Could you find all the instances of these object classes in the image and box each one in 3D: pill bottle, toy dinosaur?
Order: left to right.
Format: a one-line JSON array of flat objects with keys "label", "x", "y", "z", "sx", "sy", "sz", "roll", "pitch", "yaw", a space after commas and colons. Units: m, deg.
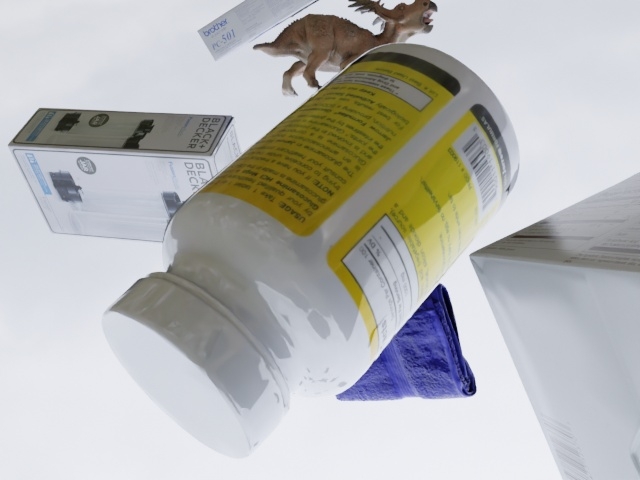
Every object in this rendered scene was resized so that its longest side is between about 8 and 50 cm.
[{"label": "pill bottle", "x": 0.000, "y": 0.000, "z": 0.607, "sx": 0.188, "sy": 0.187, "sz": 0.334, "roll": 16, "pitch": -132, "yaw": 40}, {"label": "toy dinosaur", "x": 0.031, "y": -0.339, "z": 1.293, "sx": 0.296, "sy": 0.200, "sz": 0.127, "roll": 6, "pitch": 180, "yaw": -12}]

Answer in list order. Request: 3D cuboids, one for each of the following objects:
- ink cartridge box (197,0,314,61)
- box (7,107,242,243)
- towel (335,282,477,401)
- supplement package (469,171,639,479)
[{"label": "ink cartridge box", "x": -0.044, "y": -0.297, "z": 0.940, "sx": 0.207, "sy": 0.046, "sz": 0.097, "roll": -26, "pitch": -165, "yaw": 19}, {"label": "box", "x": -0.248, "y": -0.084, "z": 1.033, "sx": 0.290, "sy": 0.169, "sz": 0.087, "roll": 5, "pitch": -135, "yaw": 14}, {"label": "towel", "x": 0.122, "y": 0.206, "z": 1.444, "sx": 0.308, "sy": 0.227, "sz": 0.076, "roll": -11, "pitch": -167, "yaw": 37}, {"label": "supplement package", "x": 0.221, "y": 0.098, "z": 0.379, "sx": 0.145, "sy": 0.261, "sz": 0.204, "roll": -25, "pitch": -173, "yaw": -10}]
